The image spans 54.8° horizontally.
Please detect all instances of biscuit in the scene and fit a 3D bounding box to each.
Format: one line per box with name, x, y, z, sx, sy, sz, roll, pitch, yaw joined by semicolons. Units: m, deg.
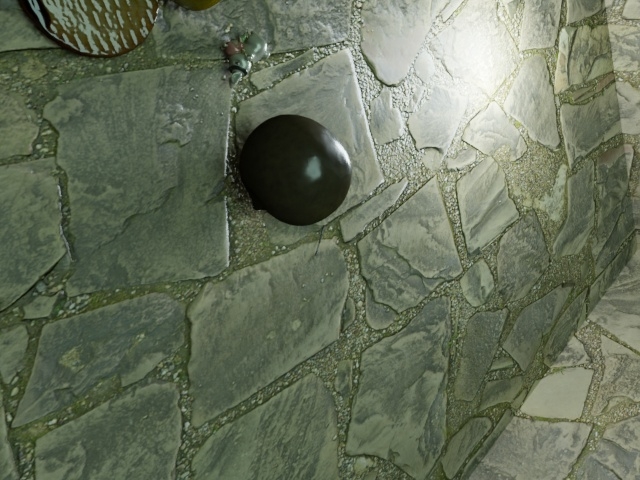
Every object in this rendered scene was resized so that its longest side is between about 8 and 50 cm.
biscuit;-0.491;-0.552;1.320;0.317;0.040;0.318;-7;101;-41

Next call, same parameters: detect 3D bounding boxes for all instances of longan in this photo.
longan;-0.070;-0.180;1.588;0.297;0.297;0.298;-7;100;-42

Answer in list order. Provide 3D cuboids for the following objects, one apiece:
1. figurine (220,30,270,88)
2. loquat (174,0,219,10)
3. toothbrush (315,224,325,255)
figurine;-0.210;-0.466;1.582;0.098;0.081;0.146;38;69;8
loquat;-0.292;-0.610;1.425;0.195;0.152;0.152;-47;125;-40
toothbrush;0.000;0.000;1.865;0.008;0.006;0.097;23;81;-51
